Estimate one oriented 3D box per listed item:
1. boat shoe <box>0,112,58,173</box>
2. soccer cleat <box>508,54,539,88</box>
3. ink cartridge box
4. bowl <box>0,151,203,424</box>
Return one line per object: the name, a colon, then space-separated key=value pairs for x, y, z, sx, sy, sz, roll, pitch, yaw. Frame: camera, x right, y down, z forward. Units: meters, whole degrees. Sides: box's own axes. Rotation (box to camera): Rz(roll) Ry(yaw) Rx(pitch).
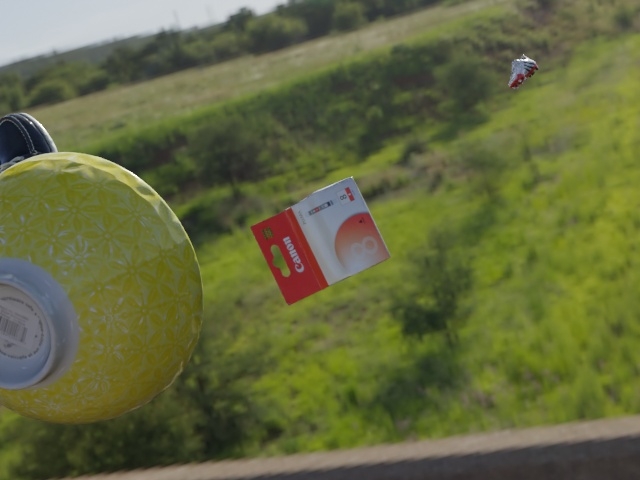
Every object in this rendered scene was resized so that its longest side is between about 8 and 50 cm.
boat shoe: x=-0.487 y=-0.086 z=2.135 sx=0.114 sy=0.302 sz=0.091 roll=-36 pitch=-23 yaw=23
soccer cleat: x=0.297 y=-0.253 z=1.931 sx=0.083 sy=0.035 sz=0.029 roll=-40 pitch=-9 yaw=-45
ink cartridge box: x=0.000 y=0.000 z=2.031 sx=0.179 sy=0.145 sz=0.045 roll=-25 pitch=-4 yaw=-13
bowl: x=-0.278 y=0.067 z=1.286 sx=0.289 sy=0.289 sz=0.156 roll=-13 pitch=10 yaw=22
